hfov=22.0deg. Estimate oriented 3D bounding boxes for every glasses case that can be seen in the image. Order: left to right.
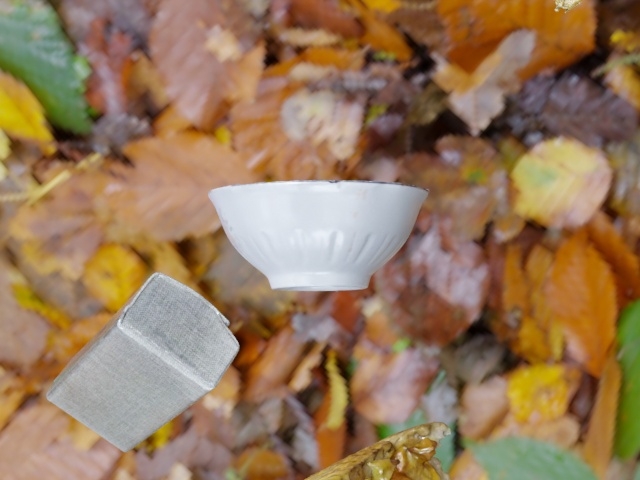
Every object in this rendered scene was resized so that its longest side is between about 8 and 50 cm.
[{"bbox_3d":[-0.114,0.080,1.034,0.071,0.047,0.205,37,153,-6],"label":"glasses case"}]

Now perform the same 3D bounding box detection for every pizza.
[{"bbox_3d":[0.000,0.149,0.779,0.154,0.194,0.069,-25,88,5],"label":"pizza"}]

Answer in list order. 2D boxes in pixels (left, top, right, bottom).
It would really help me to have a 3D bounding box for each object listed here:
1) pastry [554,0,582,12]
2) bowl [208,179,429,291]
[{"bbox_3d":[0.294,-0.354,2.070,0.080,0.056,0.140,-42,71,27],"label":"pastry"},{"bbox_3d":[0.000,0.000,1.393,0.189,0.189,0.086,-3,86,31],"label":"bowl"}]
